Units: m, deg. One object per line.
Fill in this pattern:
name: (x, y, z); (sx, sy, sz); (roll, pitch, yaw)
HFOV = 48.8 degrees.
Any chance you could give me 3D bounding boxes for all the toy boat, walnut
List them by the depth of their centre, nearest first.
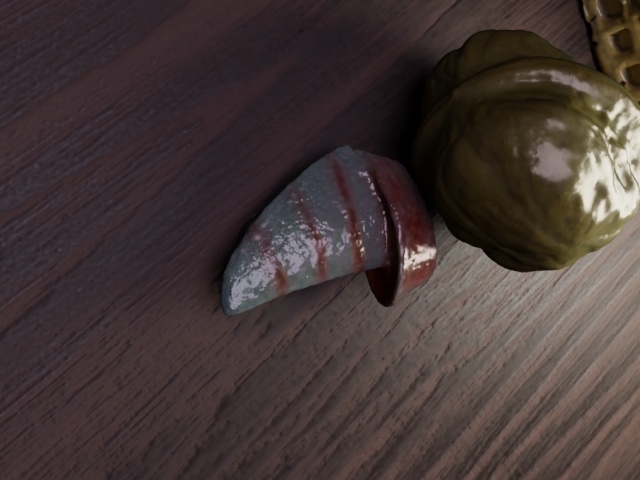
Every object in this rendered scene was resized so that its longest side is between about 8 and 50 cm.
toy boat: (0.000, 0.000, 0.835); (0.282, 0.096, 0.206); (-17, 94, -25)
walnut: (0.253, -0.109, 0.872); (0.277, 0.253, 0.282); (33, 66, -31)

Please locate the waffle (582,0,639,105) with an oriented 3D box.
waffle: (0.512, -0.339, 1.008); (0.114, 0.261, 0.376); (-28, 103, -20)

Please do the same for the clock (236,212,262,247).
clock: (-0.059, 0.007, 0.846); (0.085, 0.017, 0.085); (-1, 91, -28)
